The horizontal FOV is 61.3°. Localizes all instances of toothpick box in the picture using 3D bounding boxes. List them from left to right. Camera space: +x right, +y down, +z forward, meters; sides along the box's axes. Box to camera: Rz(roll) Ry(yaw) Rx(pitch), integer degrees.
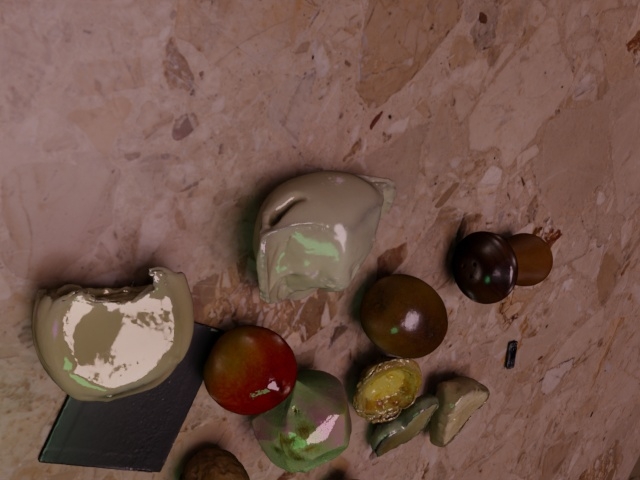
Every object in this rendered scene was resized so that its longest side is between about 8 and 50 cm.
[{"bbox_3d":[0.495,0.063,1.471,0.294,0.192,0.192,-7,109,-38],"label":"toothpick box"}]

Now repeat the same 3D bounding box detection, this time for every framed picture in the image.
[{"bbox_3d":[-0.366,0.303,1.082,0.255,0.014,0.339,24,92,-37],"label":"framed picture"}]

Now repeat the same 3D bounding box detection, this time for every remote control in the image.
[{"bbox_3d":[0.618,0.370,1.750,0.039,0.014,0.096,-6,107,-32],"label":"remote control"}]

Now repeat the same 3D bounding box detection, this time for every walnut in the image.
[{"bbox_3d":[-0.220,0.536,1.150,0.155,0.184,0.155,-16,119,-31],"label":"walnut"}]

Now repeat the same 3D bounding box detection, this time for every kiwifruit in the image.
[{"bbox_3d":[0.208,0.189,1.316,0.196,0.196,0.234,-55,132,-7],"label":"kiwifruit"}]

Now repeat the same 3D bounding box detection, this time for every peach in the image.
[{"bbox_3d":[-0.135,0.269,1.108,0.197,0.197,0.197,-11,111,-30],"label":"peach"}]

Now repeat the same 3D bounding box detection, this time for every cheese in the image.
[{"bbox_3d":[-0.355,0.151,0.951,0.266,0.127,0.233,-7,109,-33],"label":"cheese"}]

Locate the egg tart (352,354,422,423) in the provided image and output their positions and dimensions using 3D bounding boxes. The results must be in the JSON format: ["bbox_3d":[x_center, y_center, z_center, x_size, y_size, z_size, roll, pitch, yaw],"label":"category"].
[{"bbox_3d":[0.164,0.372,1.392,0.212,0.090,0.213,-14,125,-22],"label":"egg tart"}]

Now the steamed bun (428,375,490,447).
[{"bbox_3d":[0.386,0.462,1.568,0.231,0.110,0.212,-39,140,-21],"label":"steamed bun"}]

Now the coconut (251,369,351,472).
[{"bbox_3d":[-0.036,0.396,1.215,0.204,0.236,0.236,-56,135,-50],"label":"coconut"}]

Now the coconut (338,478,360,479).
[{"bbox_3d":[0.073,0.710,1.407,0.171,0.171,0.183,16,104,-36],"label":"coconut"}]

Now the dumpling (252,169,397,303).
[{"bbox_3d":[0.000,0.000,1.145,0.395,0.233,0.315,-33,153,-36],"label":"dumpling"}]

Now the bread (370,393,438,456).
[{"bbox_3d":[0.237,0.500,1.487,0.232,0.064,0.172,-42,144,9],"label":"bread"}]
